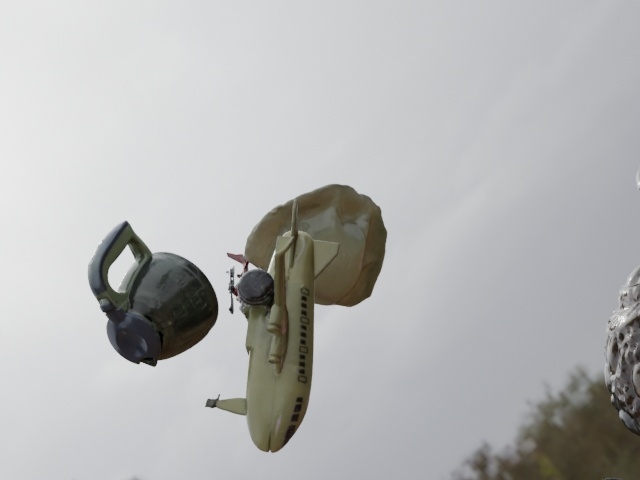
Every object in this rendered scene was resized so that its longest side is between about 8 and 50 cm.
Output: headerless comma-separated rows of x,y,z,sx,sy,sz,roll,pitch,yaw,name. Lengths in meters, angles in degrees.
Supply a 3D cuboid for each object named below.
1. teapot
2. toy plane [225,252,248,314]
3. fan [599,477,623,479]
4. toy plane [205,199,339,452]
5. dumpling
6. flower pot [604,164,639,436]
-0.180,0.066,1.710,0.108,0.111,0.149,-50,-38,-49,teapot
-0.109,0.066,2.330,0.145,0.060,0.037,-97,23,-51,toy plane
0.394,0.342,1.942,0.227,0.152,0.008,-23,-20,-25,fan
-0.042,0.096,1.670,0.242,0.104,0.256,84,-158,-65,toy plane
0.000,0.000,2.333,0.252,0.131,0.179,22,-77,-36,dumpling
0.416,0.045,1.599,0.267,0.267,0.267,-30,-54,-39,flower pot
